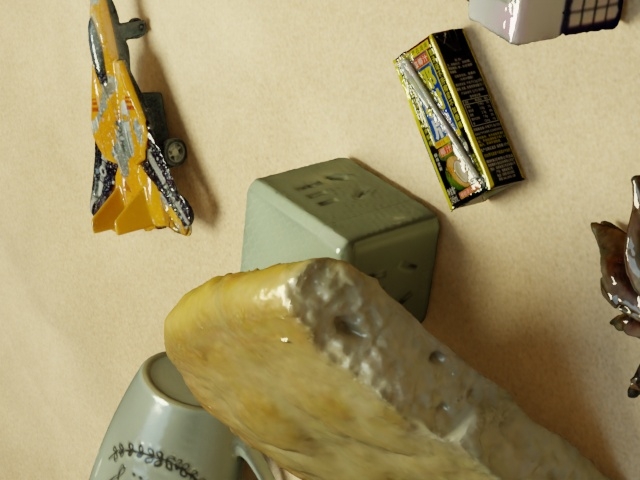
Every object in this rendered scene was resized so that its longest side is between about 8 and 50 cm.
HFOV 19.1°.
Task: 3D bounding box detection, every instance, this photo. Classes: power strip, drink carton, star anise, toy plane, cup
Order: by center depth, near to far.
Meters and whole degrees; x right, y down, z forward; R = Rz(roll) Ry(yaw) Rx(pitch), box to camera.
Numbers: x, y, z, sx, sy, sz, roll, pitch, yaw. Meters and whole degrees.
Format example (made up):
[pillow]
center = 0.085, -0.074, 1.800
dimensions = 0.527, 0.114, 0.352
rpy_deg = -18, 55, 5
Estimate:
[star anise]
center = 0.324, 0.073, 1.688
dimensions = 0.288, 0.088, 0.288
rpy_deg = 45, 148, 39
[drink carton]
center = 0.134, -0.119, 1.882
dimensions = 0.071, 0.056, 0.166
rpy_deg = -31, 78, 49
[power strip]
center = 0.000, 0.000, 2.029
dimensions = 0.224, 0.140, 0.139
rpy_deg = 34, 129, 40
[toy plane]
center = -0.232, -0.163, 2.308
dimensions = 0.204, 0.103, 0.316
rpy_deg = 3, 99, 49
[cup]
center = -0.146, 0.279, 2.324
dimensions = 0.258, 0.186, 0.234
rpy_deg = 24, 118, 10

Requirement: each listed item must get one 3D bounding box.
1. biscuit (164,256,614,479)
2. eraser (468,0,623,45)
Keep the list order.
[biscuit]
center = 0.030, 0.177, 1.924
dimensions = 0.429, 0.104, 0.446
rpy_deg = 41, 154, -26
[eraser]
center = 0.212, -0.321, 1.647
dimensions = 0.086, 0.130, 0.287
rpy_deg = 36, 131, 44
